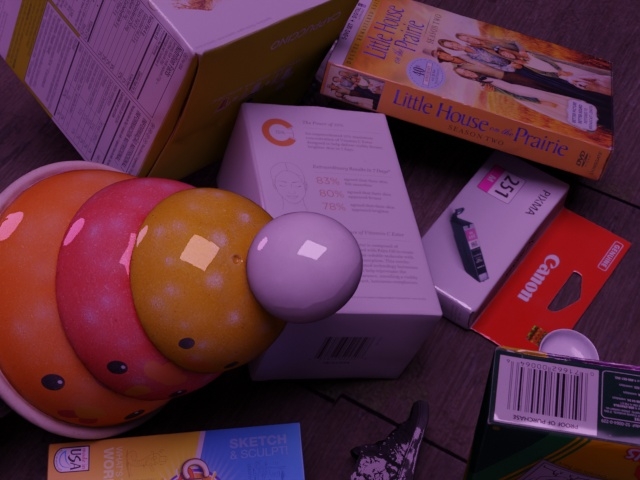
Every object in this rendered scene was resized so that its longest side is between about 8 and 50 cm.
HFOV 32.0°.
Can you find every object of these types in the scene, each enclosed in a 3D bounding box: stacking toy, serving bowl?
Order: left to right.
[{"bbox_3d":[-0.151,0.045,1.269,0.480,0.350,0.350,-11,42,44],"label":"stacking toy"},{"bbox_3d":[0.331,0.162,1.506,0.083,0.027,0.083,4,61,-8],"label":"serving bowl"}]

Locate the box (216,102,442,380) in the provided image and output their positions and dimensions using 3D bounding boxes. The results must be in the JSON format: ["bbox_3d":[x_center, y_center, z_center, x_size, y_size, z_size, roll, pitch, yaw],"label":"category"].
[{"bbox_3d":[0.000,0.000,1.506,0.215,0.168,0.345,2,53,-20],"label":"box"}]

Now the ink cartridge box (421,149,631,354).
[{"bbox_3d":[0.281,0.020,1.592,0.239,0.060,0.275,30,60,21],"label":"ink cartridge box"}]

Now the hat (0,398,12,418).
[{"bbox_3d":[-0.545,0.192,1.404,0.331,0.134,0.331,16,26,-8],"label":"hat"}]

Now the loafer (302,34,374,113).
[{"bbox_3d":[-0.018,-0.299,1.794,0.111,0.112,0.319,-26,62,-30],"label":"loafer"}]

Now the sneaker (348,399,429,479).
[{"bbox_3d":[0.080,0.271,1.418,0.089,0.051,0.170,15,59,5],"label":"sneaker"}]

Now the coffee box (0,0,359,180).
[{"bbox_3d":[-0.202,-0.316,1.558,0.338,0.338,0.334,-32,76,-39],"label":"coffee box"}]

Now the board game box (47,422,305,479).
[{"bbox_3d":[-0.170,0.353,1.352,0.317,0.064,0.242,-5,55,-3],"label":"board game box"}]

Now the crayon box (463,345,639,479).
[{"bbox_3d":[0.353,0.268,1.260,0.363,0.313,0.106,8,52,6],"label":"crayon box"}]

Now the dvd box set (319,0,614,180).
[{"bbox_3d":[0.232,-0.248,1.685,0.421,0.062,0.307,18,35,3],"label":"dvd box set"}]
